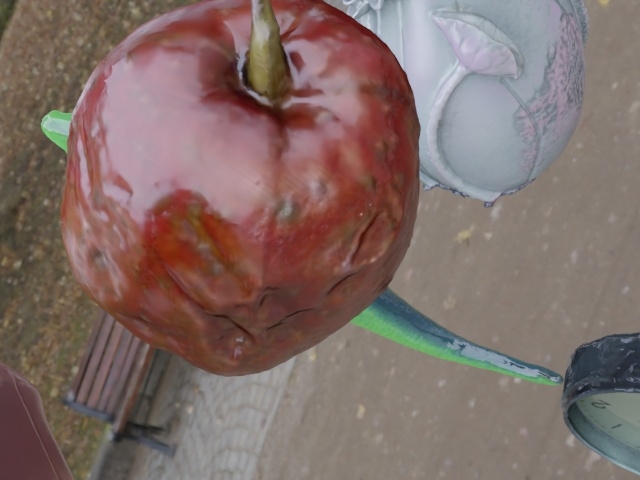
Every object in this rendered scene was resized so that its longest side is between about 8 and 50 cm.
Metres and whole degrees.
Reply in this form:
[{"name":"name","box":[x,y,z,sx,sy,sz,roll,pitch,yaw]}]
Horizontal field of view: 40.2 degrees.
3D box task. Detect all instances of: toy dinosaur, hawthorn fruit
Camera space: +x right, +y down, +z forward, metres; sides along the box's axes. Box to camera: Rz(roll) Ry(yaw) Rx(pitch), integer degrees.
[{"name":"toy dinosaur","box":[0.000,0.000,0.902,0.144,0.500,0.374,-67,-26,-19]},{"name":"hawthorn fruit","box":[-0.050,-0.037,0.592,0.262,0.258,0.258,-3,67,62]}]

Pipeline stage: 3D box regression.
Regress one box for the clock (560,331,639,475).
[{"name":"clock","box":[0.292,0.141,0.652,0.226,0.226,0.049,-35,28,62]}]

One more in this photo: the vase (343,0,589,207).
[{"name":"vase","box":[0.130,-0.246,0.854,0.250,0.445,0.250,-12,52,16]}]

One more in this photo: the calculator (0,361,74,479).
[{"name":"calculator","box":[-0.166,0.126,0.377,0.048,0.220,0.329,-29,-14,-1]}]
